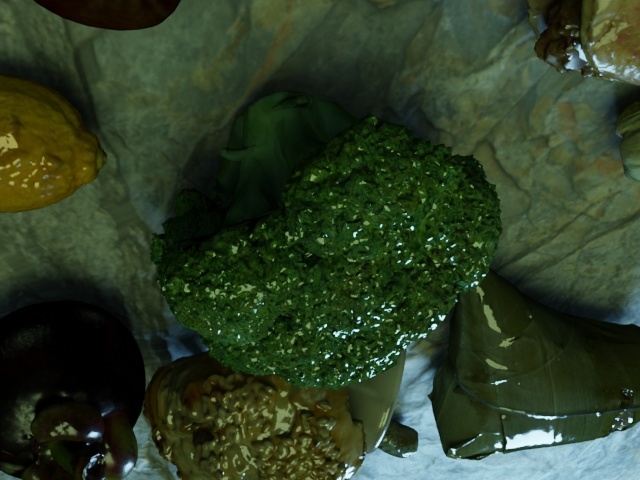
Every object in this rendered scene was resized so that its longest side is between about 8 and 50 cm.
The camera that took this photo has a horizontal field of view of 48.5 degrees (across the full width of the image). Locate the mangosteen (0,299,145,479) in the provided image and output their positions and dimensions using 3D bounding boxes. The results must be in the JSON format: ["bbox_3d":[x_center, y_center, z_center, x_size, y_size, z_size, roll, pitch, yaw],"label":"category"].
[{"bbox_3d":[-0.316,0.198,0.863,0.228,0.265,0.228,-18,130,-23],"label":"mangosteen"}]

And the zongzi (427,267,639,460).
[{"bbox_3d":[0.344,0.141,1.002,0.355,0.174,0.393,-9,131,-5],"label":"zongzi"}]

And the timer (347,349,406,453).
[{"bbox_3d":[-0.030,0.178,1.003,0.266,0.175,0.175,17,125,0],"label":"timer"}]

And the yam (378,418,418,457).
[{"bbox_3d":[0.049,0.294,1.143,0.252,0.061,0.061,25,119,-26],"label":"yam"}]

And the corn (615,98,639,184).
[{"bbox_3d":[0.498,-0.140,0.806,0.305,0.122,0.123,-14,118,30],"label":"corn"}]

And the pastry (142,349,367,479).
[{"bbox_3d":[-0.096,0.250,0.908,0.310,0.162,0.255,-28,106,42],"label":"pastry"}]

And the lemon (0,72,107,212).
[{"bbox_3d":[-0.310,-0.096,0.711,0.187,0.142,0.142,6,126,-12],"label":"lemon"}]

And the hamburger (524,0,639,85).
[{"bbox_3d":[0.342,-0.235,0.723,0.245,0.155,0.282,-33,129,17],"label":"hamburger"}]

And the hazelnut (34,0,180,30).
[{"bbox_3d":[-0.186,-0.274,0.580,0.177,0.178,0.204,9,125,-18],"label":"hazelnut"}]

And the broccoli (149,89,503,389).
[{"bbox_3d":[0.007,-0.001,0.756,0.321,0.310,0.413,26,154,-21],"label":"broccoli"}]
